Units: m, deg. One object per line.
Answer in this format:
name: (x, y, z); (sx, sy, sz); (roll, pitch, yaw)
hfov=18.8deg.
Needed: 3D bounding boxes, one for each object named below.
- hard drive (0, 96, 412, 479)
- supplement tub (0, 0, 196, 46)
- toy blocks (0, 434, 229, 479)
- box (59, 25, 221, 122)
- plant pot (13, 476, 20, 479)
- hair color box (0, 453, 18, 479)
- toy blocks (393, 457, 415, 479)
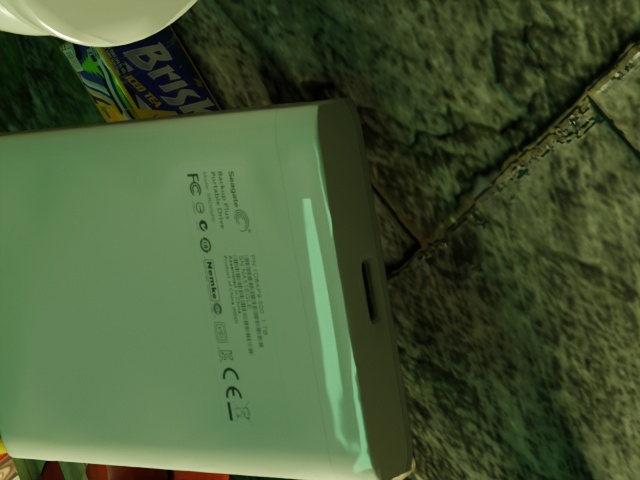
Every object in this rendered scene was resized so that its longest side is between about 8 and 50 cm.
hard drive: (-0.102, 0.036, 1.273); (0.353, 0.047, 0.233); (-2, 101, 42)
supplement tub: (-0.190, -0.229, 1.112); (0.272, 0.191, 0.191); (28, 146, 41)
toy blocks: (-0.156, 0.132, 1.497); (0.381, 0.190, 0.261); (64, 148, 27)
box: (-0.104, -0.079, 1.321); (0.054, 0.059, 0.169); (-4, 120, 59)
plant pot: (-0.495, 0.276, 2.307); (0.284, 0.191, 0.284); (39, 151, 26)
hair color box: (-0.358, 0.240, 2.081); (0.043, 0.141, 0.072); (43, 154, 18)
toy blocks: (0.074, 0.345, 1.346); (0.288, 0.260, 0.309); (18, 138, 50)
